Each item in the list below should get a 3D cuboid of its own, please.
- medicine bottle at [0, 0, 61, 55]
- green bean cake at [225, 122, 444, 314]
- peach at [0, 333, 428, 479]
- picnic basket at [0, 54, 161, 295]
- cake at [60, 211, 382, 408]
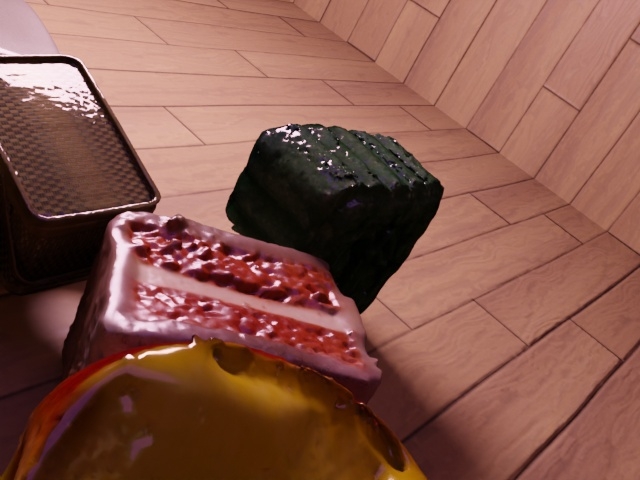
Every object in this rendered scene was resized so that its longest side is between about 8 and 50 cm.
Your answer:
[{"bbox_3d":[-0.591,-0.348,1.283,0.282,0.123,0.375,13,26,-41],"label":"medicine bottle"},{"bbox_3d":[0.000,0.000,1.075,0.300,0.307,0.169,-7,46,-51],"label":"green bean cake"},{"bbox_3d":[-0.079,0.255,0.605,0.380,0.242,0.306,31,44,-16],"label":"peach"},{"bbox_3d":[-0.322,-0.080,0.871,0.165,0.139,0.266,-15,64,-45],"label":"picnic basket"},{"bbox_3d":[-0.121,0.135,0.825,0.309,0.230,0.237,17,32,-25],"label":"cake"}]
